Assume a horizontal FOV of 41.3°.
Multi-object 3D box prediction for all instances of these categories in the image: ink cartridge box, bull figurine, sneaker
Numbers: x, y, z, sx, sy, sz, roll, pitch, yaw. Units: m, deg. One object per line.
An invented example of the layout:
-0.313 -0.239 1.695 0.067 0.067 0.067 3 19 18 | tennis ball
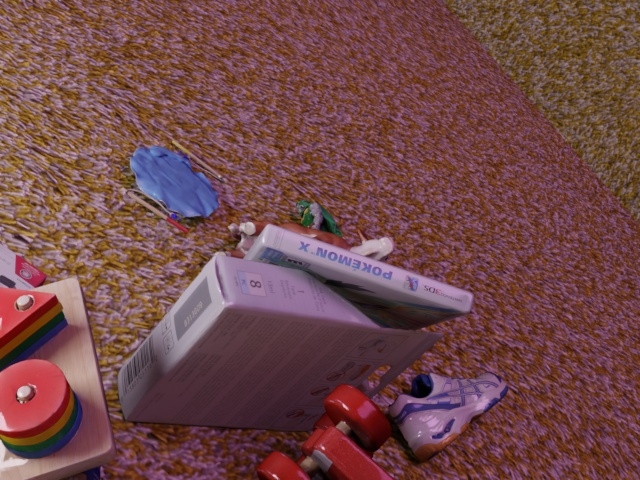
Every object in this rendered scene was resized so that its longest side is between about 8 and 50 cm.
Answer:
-0.057 0.167 1.247 0.385 0.308 0.091 11 46 -36 | ink cartridge box
-0.030 0.020 1.492 0.188 0.310 0.101 5 90 -68 | bull figurine
0.241 0.286 1.569 0.131 0.112 0.296 51 36 15 | sneaker
-0.469 0.078 1.172 0.109 0.063 0.150 36 35 -7 | ink cartridge box

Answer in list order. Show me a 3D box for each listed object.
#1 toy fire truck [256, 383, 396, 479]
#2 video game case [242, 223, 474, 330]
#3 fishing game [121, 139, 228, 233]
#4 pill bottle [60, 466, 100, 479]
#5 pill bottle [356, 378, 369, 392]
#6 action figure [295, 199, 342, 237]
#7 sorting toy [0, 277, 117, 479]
0.053 0.360 1.163 0.254 0.302 0.169 42 65 14 | toy fire truck
0.031 0.071 1.275 0.300 0.329 0.036 19 75 -8 | video game case
-0.275 -0.104 1.572 0.189 0.041 0.264 34 28 -10 | fishing game
-0.336 0.287 0.994 0.153 0.153 0.264 17 42 -30 | pill bottle
0.008 0.180 1.460 0.117 0.117 0.208 17 42 -30 | pill bottle
0.000 0.000 1.667 0.063 0.137 0.232 1 41 -26 | action figure
-0.384 0.156 0.950 0.255 0.089 0.257 -17 50 -11 | sorting toy
